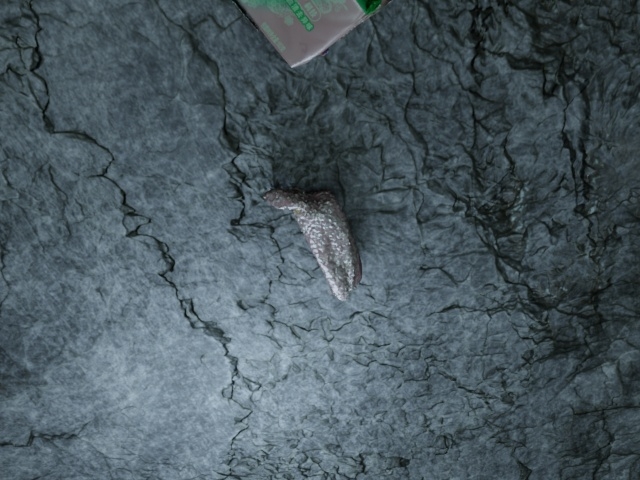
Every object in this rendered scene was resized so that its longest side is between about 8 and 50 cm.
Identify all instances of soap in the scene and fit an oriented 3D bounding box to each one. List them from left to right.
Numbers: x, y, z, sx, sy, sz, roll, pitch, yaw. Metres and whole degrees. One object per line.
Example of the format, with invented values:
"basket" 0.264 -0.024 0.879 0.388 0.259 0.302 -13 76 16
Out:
"soap" -0.054 -0.415 0.885 0.217 0.098 0.273 -29 119 26

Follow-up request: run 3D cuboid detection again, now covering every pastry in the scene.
"pastry" 0.010 -0.009 1.116 0.112 0.103 0.265 -33 118 2
